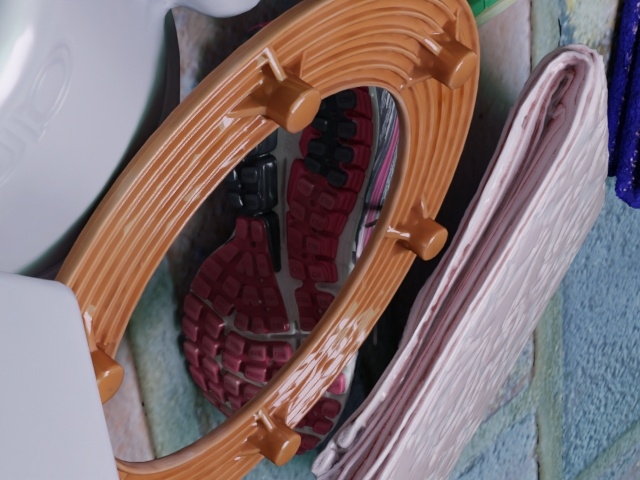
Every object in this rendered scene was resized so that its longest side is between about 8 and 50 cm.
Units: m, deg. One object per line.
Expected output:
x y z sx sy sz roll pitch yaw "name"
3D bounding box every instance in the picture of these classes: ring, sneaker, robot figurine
-0.021 0.024 0.775 0.336 0.032 0.337 -43 155 -26 "ring"
0.000 0.000 0.990 0.112 0.120 0.299 -33 141 -53 "sneaker"
-0.168 -0.079 0.621 0.299 0.200 0.353 -15 171 6 "robot figurine"

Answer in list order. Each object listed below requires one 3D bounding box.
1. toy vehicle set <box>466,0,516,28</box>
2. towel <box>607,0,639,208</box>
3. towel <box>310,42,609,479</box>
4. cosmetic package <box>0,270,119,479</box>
0.157 -0.265 1.065 0.267 0.035 0.166 -37 137 -28 "toy vehicle set"
0.343 -0.164 1.326 0.308 0.076 0.228 -19 120 -41 "towel"
0.107 0.048 1.104 0.317 0.053 0.332 -59 167 -5 "towel"
-0.272 0.230 0.480 0.327 0.329 0.394 12 135 -38 "cosmetic package"
